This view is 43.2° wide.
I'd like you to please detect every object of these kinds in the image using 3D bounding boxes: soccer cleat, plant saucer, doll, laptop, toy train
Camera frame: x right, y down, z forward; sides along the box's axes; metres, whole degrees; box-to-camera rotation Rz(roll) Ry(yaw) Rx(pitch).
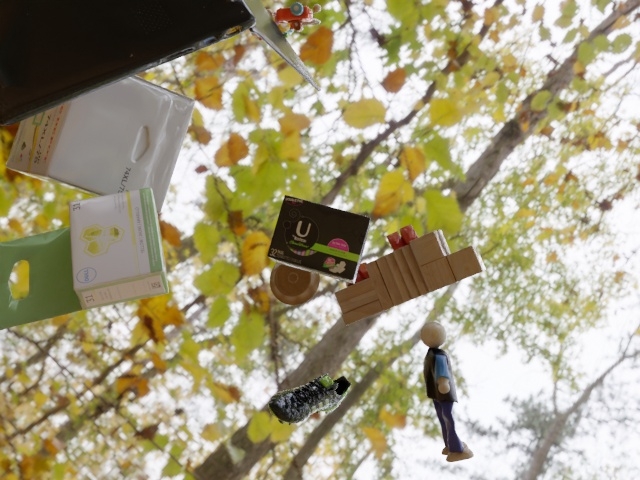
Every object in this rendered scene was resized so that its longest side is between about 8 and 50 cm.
[{"bbox_3d":[-0.017,0.242,1.262,0.060,0.179,0.072,46,-69,25],"label":"soccer cleat"},{"bbox_3d":[-0.043,0.061,1.288,0.083,0.083,0.015,29,-6,17],"label":"plant saucer"},{"bbox_3d":[0.170,0.208,1.135,0.129,0.046,0.189,180,-102,-88],"label":"doll"},{"bbox_3d":[-0.235,-0.299,0.887,0.382,0.407,0.236,56,-24,12],"label":"laptop"},{"bbox_3d":[-0.053,-0.337,1.279,0.125,0.166,0.046,-2,-85,8],"label":"toy train"}]

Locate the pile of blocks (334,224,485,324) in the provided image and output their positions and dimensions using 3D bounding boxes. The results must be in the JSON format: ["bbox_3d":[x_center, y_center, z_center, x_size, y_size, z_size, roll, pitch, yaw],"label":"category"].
[{"bbox_3d":[0.147,0.038,1.327,0.362,0.148,0.113,-30,-100,58],"label":"pile of blocks"}]

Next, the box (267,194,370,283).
[{"bbox_3d":[0.000,0.000,0.759,0.083,0.062,0.052,15,-6,5],"label":"box"}]

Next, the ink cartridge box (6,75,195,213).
[{"bbox_3d":[-0.374,-0.176,1.356,0.197,0.198,0.270,19,-4,-34],"label":"ink cartridge box"}]

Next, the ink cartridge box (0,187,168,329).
[{"bbox_3d":[-0.337,0.021,1.119,0.056,0.235,0.171,88,-12,-47],"label":"ink cartridge box"}]
